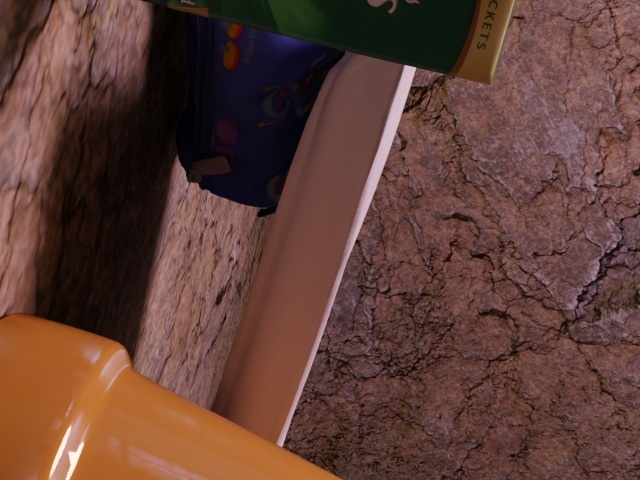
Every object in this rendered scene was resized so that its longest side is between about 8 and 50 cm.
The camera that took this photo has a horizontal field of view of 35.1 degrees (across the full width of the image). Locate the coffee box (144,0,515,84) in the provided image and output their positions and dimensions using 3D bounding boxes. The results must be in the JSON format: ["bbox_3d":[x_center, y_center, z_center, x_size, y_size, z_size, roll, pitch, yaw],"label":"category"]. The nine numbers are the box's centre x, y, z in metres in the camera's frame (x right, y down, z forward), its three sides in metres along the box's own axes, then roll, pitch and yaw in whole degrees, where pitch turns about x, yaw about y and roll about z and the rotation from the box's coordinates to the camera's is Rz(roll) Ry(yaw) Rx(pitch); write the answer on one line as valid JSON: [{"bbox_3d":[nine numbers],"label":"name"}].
[{"bbox_3d":[-0.007,-0.136,0.390,0.040,0.184,0.113,-77,-177,-70],"label":"coffee box"}]

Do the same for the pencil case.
[{"bbox_3d":[-0.041,-0.141,0.694,0.133,0.119,0.306,-47,166,-29],"label":"pencil case"}]

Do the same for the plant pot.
[{"bbox_3d":[-0.084,0.157,0.479,0.205,0.188,0.205,15,90,-90],"label":"plant pot"}]

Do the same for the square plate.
[{"bbox_3d":[0.000,0.000,0.686,0.344,0.049,0.347,-63,172,-70],"label":"square plate"}]
